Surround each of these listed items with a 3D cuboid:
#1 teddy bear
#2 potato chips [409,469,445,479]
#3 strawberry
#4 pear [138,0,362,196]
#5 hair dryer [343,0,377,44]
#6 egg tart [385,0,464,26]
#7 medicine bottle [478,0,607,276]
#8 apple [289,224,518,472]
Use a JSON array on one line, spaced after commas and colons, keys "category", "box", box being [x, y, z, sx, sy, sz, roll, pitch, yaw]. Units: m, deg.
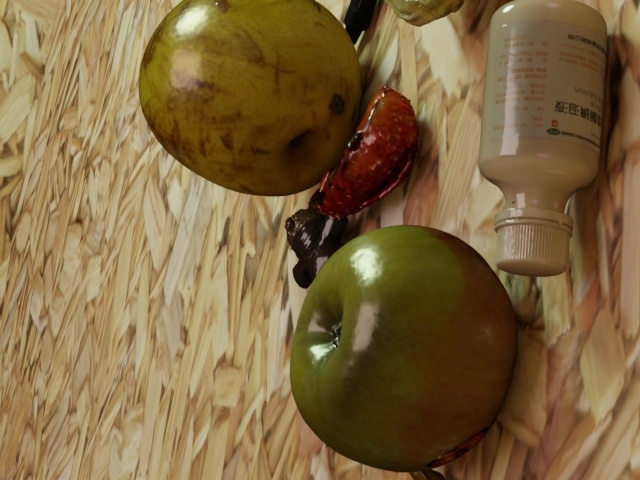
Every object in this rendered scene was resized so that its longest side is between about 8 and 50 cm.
[{"category": "teddy bear", "box": [-0.008, -0.003, 2.073, 0.119, 0.078, 0.160, -61, 27, 27]}, {"category": "potato chips", "box": [0.129, 0.308, 1.670, 0.026, 0.037, 0.204, 112, 151, -47]}, {"category": "strawberry", "box": [0.062, -0.093, 1.967, 0.188, 0.082, 0.121, -60, 4, 44]}, {"category": "pear", "box": [-0.082, -0.188, 2.093, 0.280, 0.280, 0.281, -168, 90, -67]}, {"category": "hair dryer", "box": [0.070, -0.354, 2.100, 0.114, 0.070, 0.248, -109, 29, -48]}, {"category": "egg tart", "box": [0.155, -0.359, 1.815, 0.288, 0.118, 0.288, -36, 49, 56]}, {"category": "medicine bottle", "box": [0.205, -0.094, 1.577, 0.114, 0.114, 0.252, 159, 120, -63]}, {"category": "apple", "box": [0.079, 0.107, 1.673, 0.261, 0.194, 0.261, -41, 42, 51]}]
